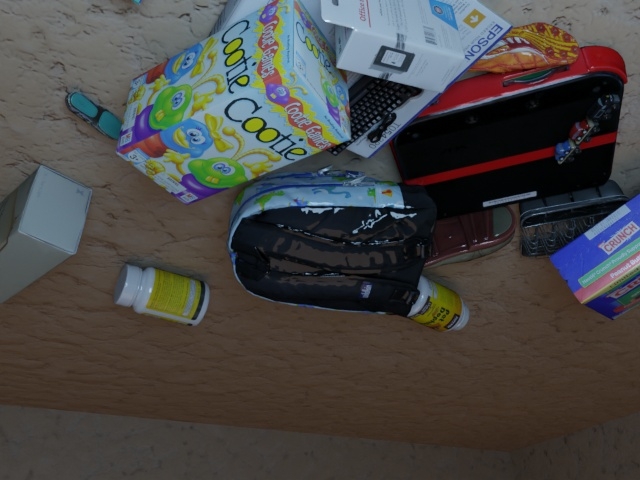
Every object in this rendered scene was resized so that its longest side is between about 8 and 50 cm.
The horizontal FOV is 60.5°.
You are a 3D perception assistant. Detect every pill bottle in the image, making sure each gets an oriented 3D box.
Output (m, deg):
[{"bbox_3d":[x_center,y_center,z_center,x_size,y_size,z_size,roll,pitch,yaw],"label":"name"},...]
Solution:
[{"bbox_3d":[0.294,0.169,1.439,0.215,0.117,0.117,25,139,-35],"label":"pill bottle"},{"bbox_3d":[-0.392,0.134,1.359,0.208,0.119,0.119,20,141,-30],"label":"pill bottle"}]

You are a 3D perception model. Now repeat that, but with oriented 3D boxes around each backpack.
[{"bbox_3d":[0.000,0.000,1.045,0.355,0.273,0.290,-7,129,-15],"label":"backpack"}]

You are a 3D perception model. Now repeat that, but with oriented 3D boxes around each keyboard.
[{"bbox_3d":[0.068,-0.189,0.847,0.108,0.023,0.180,23,141,-34],"label":"keyboard"}]

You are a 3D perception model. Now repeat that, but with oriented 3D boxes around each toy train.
[{"bbox_3d":[0.427,-0.178,0.895,0.036,0.027,0.158,5,149,-7],"label":"toy train"}]

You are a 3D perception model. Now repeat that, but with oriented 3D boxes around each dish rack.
[{"bbox_3d":[0.535,-0.023,1.193,0.208,0.074,0.271,-10,146,14],"label":"dish rack"}]

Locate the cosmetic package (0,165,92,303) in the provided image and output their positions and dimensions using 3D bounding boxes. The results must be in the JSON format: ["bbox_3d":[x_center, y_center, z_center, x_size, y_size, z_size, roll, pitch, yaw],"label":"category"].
[{"bbox_3d":[-0.604,-0.002,1.105,0.309,0.160,0.113,-28,138,33],"label":"cosmetic package"}]

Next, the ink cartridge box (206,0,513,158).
[{"bbox_3d":[0.036,-0.283,0.779,0.330,0.072,0.324,18,142,-30],"label":"ink cartridge box"}]

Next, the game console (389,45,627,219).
[{"bbox_3d":[0.329,-0.168,0.990,0.386,0.060,0.342,-12,149,16],"label":"game console"}]

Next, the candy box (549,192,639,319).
[{"bbox_3d":[0.653,0.030,1.125,0.268,0.122,0.317,-41,144,23],"label":"candy box"}]

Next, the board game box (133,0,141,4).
[{"bbox_3d":[-0.260,-0.393,0.617,0.210,0.047,0.160,27,137,-35],"label":"board game box"}]

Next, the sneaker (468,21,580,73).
[{"bbox_3d":[0.292,-0.281,0.815,0.175,0.064,0.067,3,167,3],"label":"sneaker"}]

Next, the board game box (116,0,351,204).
[{"bbox_3d":[-0.115,-0.178,0.741,0.275,0.142,0.144,-18,144,25],"label":"board game box"}]

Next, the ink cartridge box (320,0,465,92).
[{"bbox_3d":[0.076,-0.255,0.668,0.180,0.104,0.060,9,147,-16],"label":"ink cartridge box"}]

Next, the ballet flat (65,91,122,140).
[{"bbox_3d":[-0.376,-0.207,0.916,0.041,0.041,0.114,-19,143,25],"label":"ballet flat"}]

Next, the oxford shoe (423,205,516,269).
[{"bbox_3d":[0.254,0.019,1.208,0.348,0.123,0.130,-11,153,17],"label":"oxford shoe"}]
